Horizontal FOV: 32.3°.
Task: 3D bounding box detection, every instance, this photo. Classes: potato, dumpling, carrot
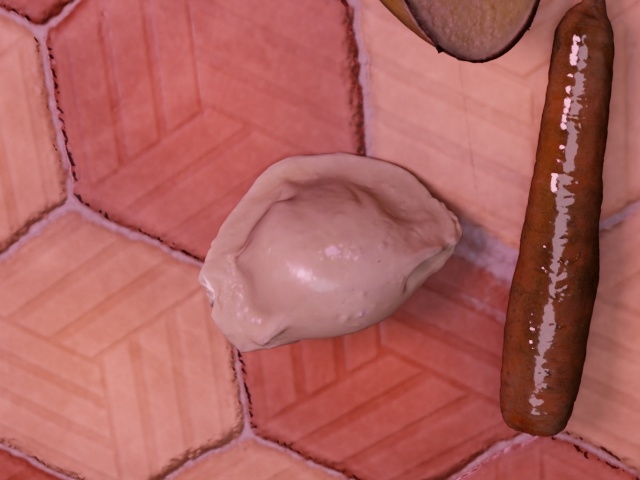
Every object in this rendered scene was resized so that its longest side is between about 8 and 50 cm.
[{"bbox_3d":[0.066,-0.226,0.741,0.117,0.182,0.202,11,138,46],"label":"potato"},{"bbox_3d":[0.002,0.000,0.848,0.155,0.181,0.111,59,151,19],"label":"dumpling"},{"bbox_3d":[0.181,-0.017,0.823,0.070,0.070,0.342,7,105,9],"label":"carrot"}]
